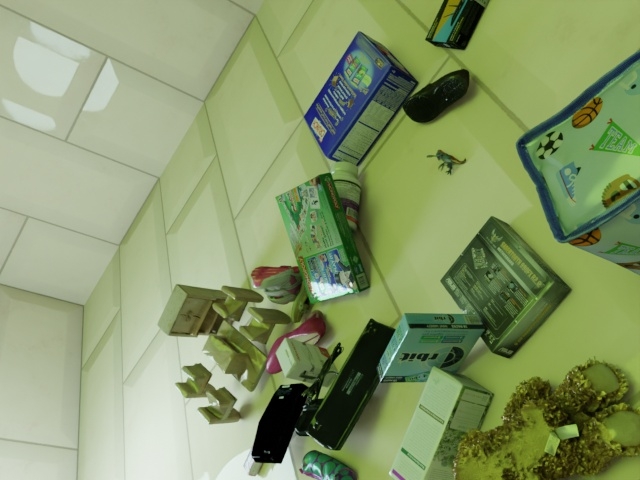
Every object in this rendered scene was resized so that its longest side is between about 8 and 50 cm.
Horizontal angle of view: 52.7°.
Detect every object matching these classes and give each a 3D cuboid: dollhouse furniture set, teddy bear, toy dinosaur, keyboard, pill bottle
[{"bbox_3d":[-0.287,0.313,2.041,0.394,0.256,0.362,34,102,37],"label":"dollhouse furniture set"},{"bbox_3d":[0.380,0.337,1.067,0.338,0.113,0.245,-52,41,12],"label":"teddy bear"},{"bbox_3d":[0.306,-0.195,1.561,0.090,0.047,0.082,-14,44,15],"label":"toy dinosaur"},{"bbox_3d":[0.062,0.331,1.538,0.201,0.033,0.317,18,72,52],"label":"keyboard"},{"bbox_3d":[0.057,-0.118,1.806,0.108,0.108,0.193,-21,55,50],"label":"pill bottle"}]

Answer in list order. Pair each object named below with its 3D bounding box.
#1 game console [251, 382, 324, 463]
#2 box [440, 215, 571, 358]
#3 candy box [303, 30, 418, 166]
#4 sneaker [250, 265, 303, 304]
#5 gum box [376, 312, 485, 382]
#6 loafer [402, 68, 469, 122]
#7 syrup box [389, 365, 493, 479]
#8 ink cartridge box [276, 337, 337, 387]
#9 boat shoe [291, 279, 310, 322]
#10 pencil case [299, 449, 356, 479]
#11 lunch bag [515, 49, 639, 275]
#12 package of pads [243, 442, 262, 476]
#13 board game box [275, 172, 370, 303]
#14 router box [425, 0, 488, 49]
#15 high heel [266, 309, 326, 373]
[{"bbox_3d":[-0.041,0.460,1.629,0.361,0.044,0.213,-19,39,47],"label":"game console"},{"bbox_3d":[0.356,0.088,1.278,0.183,0.056,0.231,-55,34,20],"label":"box"},{"bbox_3d":[0.107,-0.410,1.894,0.317,0.122,0.268,-53,36,23],"label":"candy box"},{"bbox_3d":[-0.111,0.130,1.837,0.103,0.252,0.111,2,90,28],"label":"sneaker"},{"bbox_3d":[0.212,0.214,1.270,0.041,0.157,0.184,-103,22,-43],"label":"gum box"},{"bbox_3d":[0.300,-0.366,1.633,0.220,0.080,0.078,-18,25,53],"label":"loafer"},{"bbox_3d":[0.233,0.378,1.255,0.096,0.093,0.236,26,94,58],"label":"syrup box"},{"bbox_3d":[-0.037,0.315,1.665,0.056,0.135,0.099,-57,33,19],"label":"ink cartridge box"},{"bbox_3d":[-0.040,0.167,1.845,0.048,0.056,0.153,19,83,17],"label":"boat shoe"},{"bbox_3d":[0.016,0.544,1.513,0.070,0.064,0.152,-37,19,-26],"label":"pencil case"},{"bbox_3d":[0.534,-0.118,0.869,0.385,0.328,0.238,-41,46,35],"label":"lunch bag"},{"bbox_3d":[-0.182,0.612,1.809,0.050,0.032,0.083,34,101,59],"label":"package of pads"},{"bbox_3d":[0.000,0.000,1.731,0.213,0.046,0.317,-20,88,52],"label":"board game box"},{"bbox_3d":[0.362,-0.592,1.684,0.178,0.046,0.133,-64,31,7],"label":"router box"},{"bbox_3d":[-0.071,0.300,1.763,0.244,0.082,0.117,-44,14,16],"label":"high heel"}]
